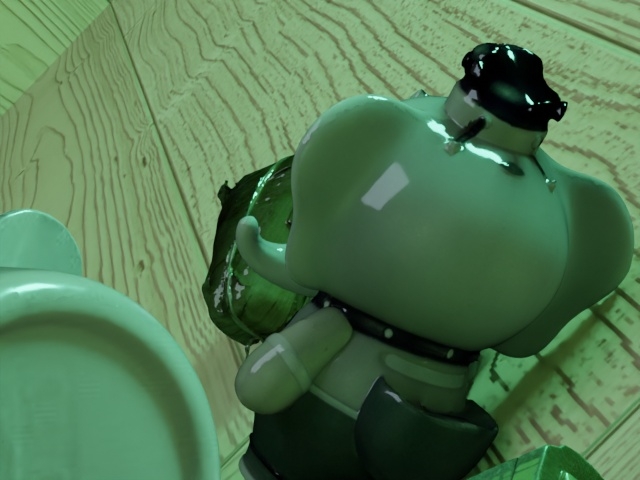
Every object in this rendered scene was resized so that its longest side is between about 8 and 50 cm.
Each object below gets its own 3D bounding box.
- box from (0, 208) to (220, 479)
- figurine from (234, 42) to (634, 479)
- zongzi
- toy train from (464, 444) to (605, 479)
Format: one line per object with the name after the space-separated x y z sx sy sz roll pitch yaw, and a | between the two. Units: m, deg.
-0.154 0.095 0.770 0.206 0.262 0.291 -2 37 50 | box
0.033 0.015 0.633 0.192 0.147 0.126 -62 32 15 | figurine
0.000 0.000 0.870 0.130 0.062 0.154 -26 30 21 | zongzi
0.030 0.118 0.548 0.148 0.038 0.071 -32 19 41 | toy train
